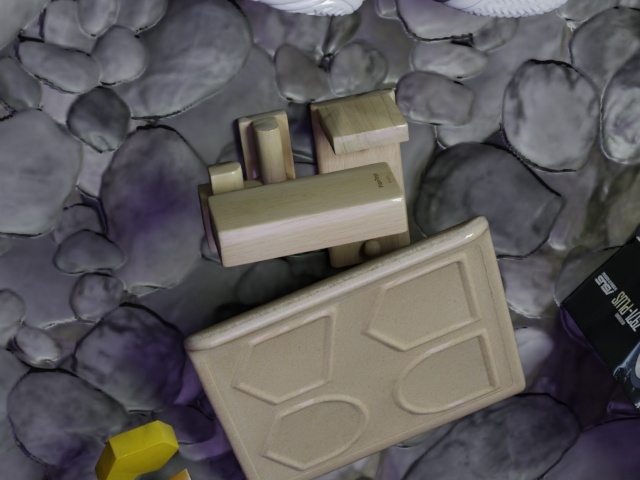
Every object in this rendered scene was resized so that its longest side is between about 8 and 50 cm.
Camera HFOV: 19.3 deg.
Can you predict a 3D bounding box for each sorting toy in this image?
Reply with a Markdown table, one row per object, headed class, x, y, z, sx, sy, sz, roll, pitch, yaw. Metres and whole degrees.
| class | x | y | z | sx | sy | sz | roll | pitch | yaw |
| --- | --- | --- | --- | --- | --- | --- | --- | --- | --- |
| sorting toy | -0.016 | 0.098 | 1.286 | 0.307 | 0.041 | 0.229 | -22 | 144 | -3 |

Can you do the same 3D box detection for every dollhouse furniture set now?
| class | x | y | z | sx | sy | sz | roll | pitch | yaw |
| --- | --- | --- | --- | --- | --- | --- | --- | --- | --- |
| dollhouse furniture set | 0.000 | 0.000 | 1.210 | 0.144 | 0.151 | 0.123 | -11 | 120 | -7 |

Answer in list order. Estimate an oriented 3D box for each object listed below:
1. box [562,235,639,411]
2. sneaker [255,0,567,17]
| class | x | y | z | sx | sy | sz | roll | pitch | yaw |
| --- | --- | --- | --- | --- | --- | --- | --- | --- | --- |
| box | 0.275 | 0.104 | 1.338 | 0.077 | 0.147 | 0.180 | -44 | 120 | 10 |
| sneaker | 0.040 | -0.220 | 1.139 | 0.268 | 0.101 | 0.153 | 0 | 116 | -21 |
